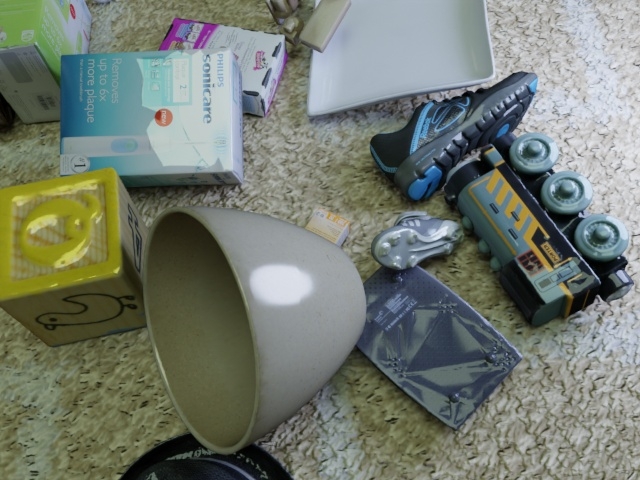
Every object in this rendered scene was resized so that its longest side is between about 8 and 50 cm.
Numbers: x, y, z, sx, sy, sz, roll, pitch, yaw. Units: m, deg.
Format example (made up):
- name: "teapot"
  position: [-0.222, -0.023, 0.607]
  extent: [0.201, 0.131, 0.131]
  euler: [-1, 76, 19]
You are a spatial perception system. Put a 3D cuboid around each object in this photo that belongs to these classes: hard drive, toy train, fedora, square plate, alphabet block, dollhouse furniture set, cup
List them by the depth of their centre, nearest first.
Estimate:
- name: "fedora"
  position: [-0.156, 0.396, 0.850]
  extent: [0.334, 0.152, 0.334]
  euler: [-1, 61, 2]
- name: "cup"
  position: [-0.077, 0.099, 0.943]
  extent: [0.237, 0.331, 0.331]
  euler: [-12, 57, -35]
- name: "hard drive"
  position: [0.157, 0.153, 1.018]
  extent: [0.172, 0.054, 0.255]
  euler: [-42, 66, -17]
- name: "alphabet block"
  position: [-0.376, 0.030, 1.037]
  extent: [0.192, 0.197, 0.193]
  euler: [-14, 62, -3]
- name: "toy train"
  position: [0.341, -0.025, 1.064]
  extent: [0.190, 0.142, 0.334]
  euler: [-29, 63, -1]
- name: "square plate"
  position: [0.148, -0.395, 1.278]
  extent: [0.347, 0.049, 0.344]
  euler: [-7, 59, 18]
- name: "dollhouse furniture set"
  position: [-0.019, -0.449, 1.332]
  extent: [0.151, 0.123, 0.144]
  euler: [29, 87, 13]

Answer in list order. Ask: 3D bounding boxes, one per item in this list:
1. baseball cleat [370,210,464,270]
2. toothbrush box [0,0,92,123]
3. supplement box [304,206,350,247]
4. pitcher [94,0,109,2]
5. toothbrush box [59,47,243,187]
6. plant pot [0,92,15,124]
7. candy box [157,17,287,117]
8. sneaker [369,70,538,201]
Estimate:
- name: "baseball cleat"
  position: [0.136, -0.002, 1.063]
  extent: [0.206, 0.072, 0.109]
  euler: [-5, 21, -41]
- name: "toothbrush box"
  position: [-0.541, -0.400, 1.275]
  extent: [0.122, 0.206, 0.283]
  euler: [-7, 61, 0]
- name: "supplement box"
  position: [0.000, 0.000, 1.121]
  extent: [0.062, 0.036, 0.098]
  euler: [26, 66, 17]
- name: "pitcher"
  position: [-0.556, -0.582, 1.434]
  extent: [0.207, 0.125, 0.177]
  euler: [-18, 77, -19]
- name: "toothbrush box"
  position: [-0.288, -0.207, 1.162]
  extent: [0.295, 0.126, 0.216]
  euler: [-1, 85, 2]
- name: "plant pot"
  position: [-0.679, -0.276, 1.253]
  extent: [0.165, 0.167, 0.167]
  euler: [-4, 61, -9]
- name: "candy box"
  position: [-0.197, -0.339, 1.297]
  extent: [0.233, 0.071, 0.159]
  euler: [12, 63, 10]
- name: "sneaker"
  position: [0.241, -0.217, 1.175]
  extent: [0.341, 0.125, 0.139]
  euler: [-35, 61, -17]
